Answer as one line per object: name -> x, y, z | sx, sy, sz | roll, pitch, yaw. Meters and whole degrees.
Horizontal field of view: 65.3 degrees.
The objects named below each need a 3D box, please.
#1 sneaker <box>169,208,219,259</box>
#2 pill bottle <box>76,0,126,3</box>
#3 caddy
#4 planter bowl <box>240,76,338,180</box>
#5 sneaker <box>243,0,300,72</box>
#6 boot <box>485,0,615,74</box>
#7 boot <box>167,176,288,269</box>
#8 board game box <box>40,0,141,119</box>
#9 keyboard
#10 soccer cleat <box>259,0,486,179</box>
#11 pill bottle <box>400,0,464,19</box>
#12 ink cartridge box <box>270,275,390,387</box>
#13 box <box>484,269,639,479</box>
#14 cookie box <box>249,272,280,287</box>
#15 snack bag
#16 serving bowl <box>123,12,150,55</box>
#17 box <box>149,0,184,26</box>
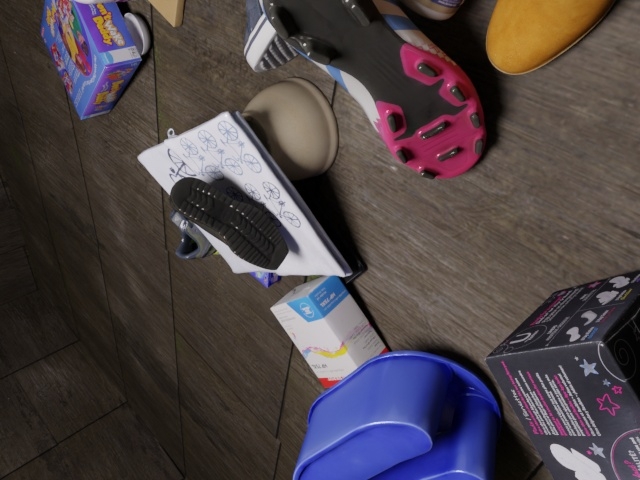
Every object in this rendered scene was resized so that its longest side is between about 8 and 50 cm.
sneaker -> -0.241, -0.073, 1.016 | 0.111, 0.121, 0.299 | 33, 134, 31
pill bottle -> -0.165, -0.384, 0.591 | 0.169, 0.302, 0.169 | 26, 130, 36
caddy -> 0.116, 0.315, 0.779 | 0.241, 0.179, 0.341 | 41, 123, -8
planter bowl -> -0.067, -0.162, 0.776 | 0.162, 0.109, 0.161 | 26, 130, 36
sneaker -> -0.010, -0.346, 0.588 | 0.321, 0.126, 0.127 | -38, 87, 41
boot -> 0.179, -0.235, 0.368 | 0.104, 0.211, 0.295 | 52, 142, 13
boot -> -0.150, -0.028, 0.795 | 0.198, 0.076, 0.137 | 41, 166, -17
board game box -> -0.529, -0.441, 1.125 | 0.347, 0.078, 0.233 | -10, 105, 57
keyboard -> 0.000, 0.000, 0.873 | 0.180, 0.023, 0.108 | 55, 136, 9
soccer cleat -> 0.072, -0.199, 0.539 | 0.116, 0.143, 0.331 | -32, 132, 28
pill bottle -> 0.138, -0.305, 0.465 | 0.094, 0.094, 0.169 | 53, 139, 10
ink cartridge box -> 0.030, 0.182, 0.886 | 0.231, 0.078, 0.134 | 56, 143, -6
box -> 0.317, 0.178, 0.508 | 0.247, 0.163, 0.142 | 61, 146, 1
cookie box -> -0.127, 0.028, 1.017 | 0.107, 0.040, 0.091 | 35, 136, 28
snack bag -> -0.148, -0.052, 0.843 | 0.343, 0.037, 0.323 | -2, 133, 47
serving bowl -> -0.374, -0.424, 1.026 | 0.083, 0.027, 0.083 | 28, 132, 36
box -> -0.283, -0.511, 0.876 | 0.164, 0.021, 0.201 | 48, 140, 16
